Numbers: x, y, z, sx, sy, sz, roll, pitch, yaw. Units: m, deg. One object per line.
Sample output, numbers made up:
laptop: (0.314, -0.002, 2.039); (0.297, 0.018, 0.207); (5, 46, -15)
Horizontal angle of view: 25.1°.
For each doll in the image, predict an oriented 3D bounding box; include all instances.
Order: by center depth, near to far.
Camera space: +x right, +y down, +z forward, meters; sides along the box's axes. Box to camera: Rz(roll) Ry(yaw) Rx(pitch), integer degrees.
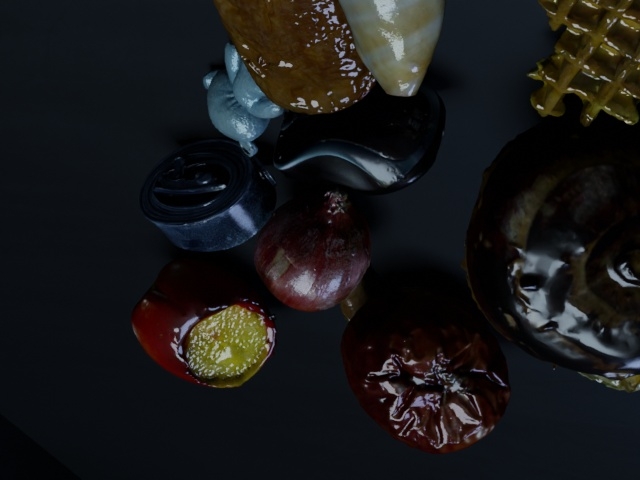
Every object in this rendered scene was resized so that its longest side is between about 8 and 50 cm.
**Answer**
doll: (-0.073, -0.184, 1.700); (0.180, 0.075, 0.120); (-40, 71, 48)

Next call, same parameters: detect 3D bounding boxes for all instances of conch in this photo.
conch: (0.047, -0.252, 1.292); (0.158, 0.127, 0.255); (21, 117, 52)

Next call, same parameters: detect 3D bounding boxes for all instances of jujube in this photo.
jujube: (0.149, 0.176, 2.028); (0.213, 0.213, 0.232); (-9, 123, 49)

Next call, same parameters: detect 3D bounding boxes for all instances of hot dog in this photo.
hot dog: (-0.028, -0.246, 1.471); (0.196, 0.122, 0.272); (10, 153, 22)

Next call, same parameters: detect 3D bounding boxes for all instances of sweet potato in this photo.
sweet potato: (0.068, 0.111, 2.127); (0.066, 0.072, 0.314); (47, 177, 44)

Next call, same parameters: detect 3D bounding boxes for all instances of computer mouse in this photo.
computer mouse: (0.032, -0.127, 1.624); (0.233, 0.137, 0.096); (2, 150, 41)

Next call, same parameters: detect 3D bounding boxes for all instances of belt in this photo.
belt: (-0.148, -0.062, 1.898); (0.190, 0.141, 0.082); (2, 148, 36)

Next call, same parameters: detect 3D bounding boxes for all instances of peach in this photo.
peach: (-0.174, 0.134, 2.239); (0.226, 0.190, 0.196); (34, 144, -5)

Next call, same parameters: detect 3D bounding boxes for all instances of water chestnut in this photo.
water chestnut: (0.295, 0.003, 1.542); (0.300, 0.300, 0.300); (19, 154, 10)

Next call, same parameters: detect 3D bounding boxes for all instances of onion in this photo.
onion: (0.000, 0.000, 1.893); (0.159, 0.159, 0.195); (26, 133, -4)

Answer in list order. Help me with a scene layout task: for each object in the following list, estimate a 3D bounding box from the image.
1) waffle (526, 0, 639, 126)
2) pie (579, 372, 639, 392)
waffle: (0.259, -0.226, 1.333); (0.260, 0.069, 0.293); (-3, 140, 40)
pie: (0.426, 0.123, 1.839); (0.339, 0.077, 0.339); (23, 155, 11)
